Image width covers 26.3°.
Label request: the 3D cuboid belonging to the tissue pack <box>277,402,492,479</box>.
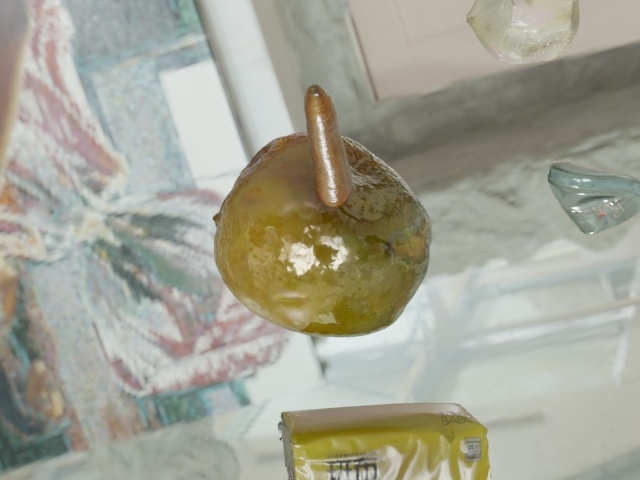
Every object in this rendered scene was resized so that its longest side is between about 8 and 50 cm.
[{"bbox_3d":[0.085,0.297,1.877,0.270,0.134,0.192,-3,-178,-7],"label":"tissue pack"}]

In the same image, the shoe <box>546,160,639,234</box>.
[{"bbox_3d":[0.316,-0.042,1.533,0.079,0.078,0.195,20,-168,36],"label":"shoe"}]

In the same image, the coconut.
[{"bbox_3d":[0.224,-0.253,1.543,0.124,0.110,0.110,-8,-169,-14],"label":"coconut"}]

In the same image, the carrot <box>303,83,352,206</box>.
[{"bbox_3d":[0.006,-0.097,1.439,0.043,0.043,0.248,-19,157,-2],"label":"carrot"}]

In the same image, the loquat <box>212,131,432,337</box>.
[{"bbox_3d":[0.000,0.000,1.822,0.283,0.276,0.276,26,-166,-5],"label":"loquat"}]
